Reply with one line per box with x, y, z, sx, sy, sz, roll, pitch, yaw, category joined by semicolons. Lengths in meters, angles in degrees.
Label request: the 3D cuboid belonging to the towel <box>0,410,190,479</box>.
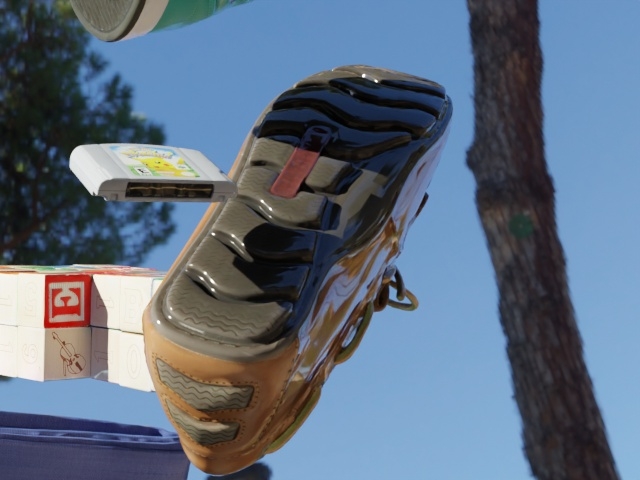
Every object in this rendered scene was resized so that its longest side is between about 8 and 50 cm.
-0.236;0.272;0.742;0.243;0.040;0.335;10;-78;-26;towel

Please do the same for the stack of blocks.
-0.169;0.070;0.914;0.171;0.087;0.297;1;1;-45;stack of blocks

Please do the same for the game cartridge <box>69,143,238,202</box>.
-0.094;-0.038;0.607;0.083;0.056;0.017;-1;-68;-33;game cartridge

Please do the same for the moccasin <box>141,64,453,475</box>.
0.003;0.001;0.751;0.139;0.380;0.147;12;-49;10;moccasin

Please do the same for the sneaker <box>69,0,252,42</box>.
-0.034;-0.252;0.674;0.178;0.123;0.295;-23;-22;-44;sneaker
